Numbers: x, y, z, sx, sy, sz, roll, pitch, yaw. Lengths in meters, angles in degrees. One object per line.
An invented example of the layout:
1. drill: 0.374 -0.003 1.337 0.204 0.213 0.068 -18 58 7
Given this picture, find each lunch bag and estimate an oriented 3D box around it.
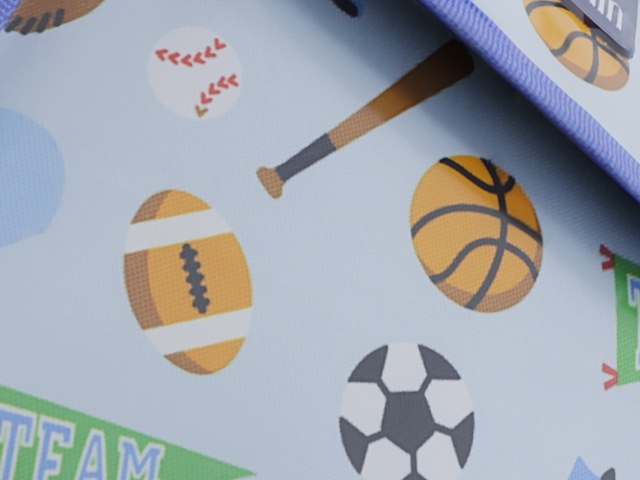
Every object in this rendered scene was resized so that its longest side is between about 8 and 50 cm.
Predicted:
1. lunch bag: 0.000 0.000 0.692 0.328 0.239 0.385 39 65 -16
